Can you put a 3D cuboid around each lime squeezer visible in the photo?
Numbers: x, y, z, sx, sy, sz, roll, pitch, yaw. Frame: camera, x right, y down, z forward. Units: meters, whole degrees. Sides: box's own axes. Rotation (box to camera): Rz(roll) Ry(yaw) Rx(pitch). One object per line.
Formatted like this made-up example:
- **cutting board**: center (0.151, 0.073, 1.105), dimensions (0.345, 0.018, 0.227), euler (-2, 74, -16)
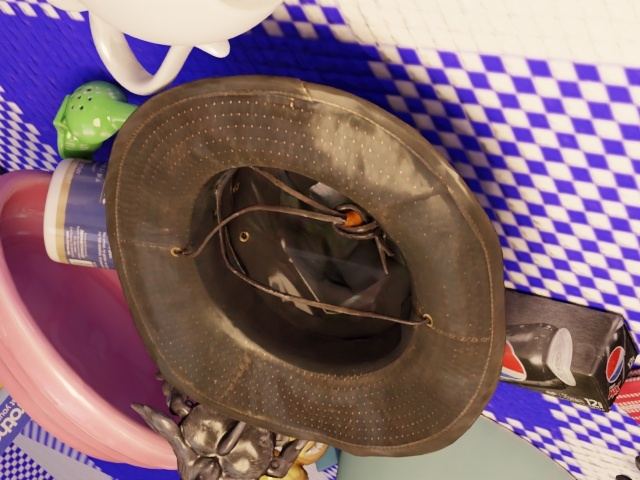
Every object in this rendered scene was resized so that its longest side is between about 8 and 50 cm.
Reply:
- **lime squeezer**: center (-0.186, -0.098, 1.028), dimensions (0.110, 0.058, 0.310), euler (11, 167, -29)

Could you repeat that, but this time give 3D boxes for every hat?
- **hat**: center (0.000, 0.000, 0.840), dimensions (0.331, 0.134, 0.331), euler (12, 130, 15)

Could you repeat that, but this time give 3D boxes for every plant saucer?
- **plant saucer**: center (-0.213, 0.083, 1.097), dimensions (0.332, 0.084, 0.332), euler (46, -161, -20)

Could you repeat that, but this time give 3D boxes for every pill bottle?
- **pill bottle**: center (-0.150, -0.018, 1.017), dimensions (0.169, 0.094, 0.094), euler (7, 154, 1)

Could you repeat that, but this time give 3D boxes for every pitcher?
- **pitcher**: center (-0.095, -0.159, 0.679), dimensions (0.207, 0.125, 0.177), euler (17, 139, 46)

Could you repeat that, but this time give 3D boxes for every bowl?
- **bowl**: center (0.134, 0.311, 1.247), dimensions (0.312, 0.163, 0.311), euler (26, 155, 13)

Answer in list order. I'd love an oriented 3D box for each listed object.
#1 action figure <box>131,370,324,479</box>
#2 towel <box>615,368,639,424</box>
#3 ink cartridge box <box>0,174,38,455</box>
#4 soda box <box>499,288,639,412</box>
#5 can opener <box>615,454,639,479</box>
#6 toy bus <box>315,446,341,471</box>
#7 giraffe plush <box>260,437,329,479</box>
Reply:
- **action figure**: center (-0.055, 0.129, 0.994), dimensions (0.164, 0.275, 0.141), euler (33, 159, 0)
- **towel**: center (0.363, 0.176, 0.865), dimensions (0.275, 0.031, 0.199), euler (39, 158, -8)
- **ink cartridge box**: center (-0.426, 0.080, 1.377), dimensions (0.151, 0.270, 0.395), euler (15, 151, 47)
- **soda box**: center (0.155, 0.078, 0.900), dimensions (0.169, 0.060, 0.053), euler (12, 148, 40)
- **can opener**: center (0.339, 0.258, 1.024), dimensions (0.186, 0.059, 0.073), euler (47, -178, -6)
- **toy bus**: center (0.032, 0.366, 1.415), dimensions (0.104, 0.191, 0.202), euler (-29, 123, 20)
- **giraffe plush**: center (-0.102, 0.196, 1.354), dimensions (0.210, 0.181, 0.170), euler (28, 180, -13)
